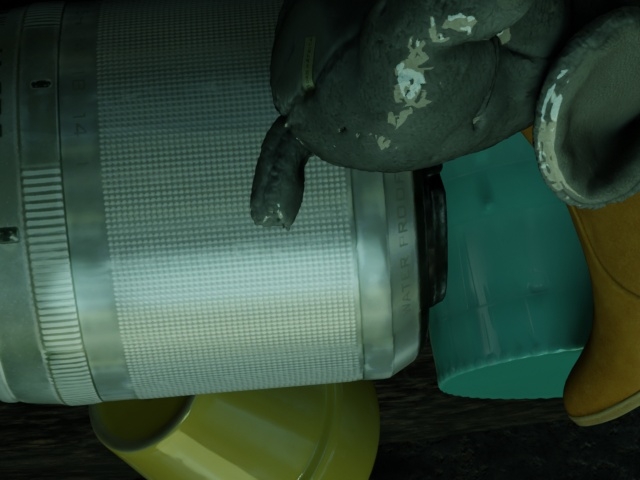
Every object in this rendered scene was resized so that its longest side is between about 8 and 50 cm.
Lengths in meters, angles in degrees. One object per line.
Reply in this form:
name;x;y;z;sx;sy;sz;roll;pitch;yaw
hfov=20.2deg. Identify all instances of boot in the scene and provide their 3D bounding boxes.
boot;0.172;-0.030;1.067;0.295;0.211;0.104;-50;-179;44

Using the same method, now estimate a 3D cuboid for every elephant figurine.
elephant figurine;0.106;-0.098;0.824;0.239;0.169;0.186;10;152;-35

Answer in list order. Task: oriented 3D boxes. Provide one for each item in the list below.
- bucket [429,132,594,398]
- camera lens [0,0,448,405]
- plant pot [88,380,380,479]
bucket;0.196;0.011;1.322;0.281;0.183;0.281;-3;167;-1
camera lens;-0.074;-0.025;0.975;0.274;0.219;0.219;-5;167;-1
plant pot;-0.105;0.181;1.875;0.254;0.254;0.239;-14;149;36
